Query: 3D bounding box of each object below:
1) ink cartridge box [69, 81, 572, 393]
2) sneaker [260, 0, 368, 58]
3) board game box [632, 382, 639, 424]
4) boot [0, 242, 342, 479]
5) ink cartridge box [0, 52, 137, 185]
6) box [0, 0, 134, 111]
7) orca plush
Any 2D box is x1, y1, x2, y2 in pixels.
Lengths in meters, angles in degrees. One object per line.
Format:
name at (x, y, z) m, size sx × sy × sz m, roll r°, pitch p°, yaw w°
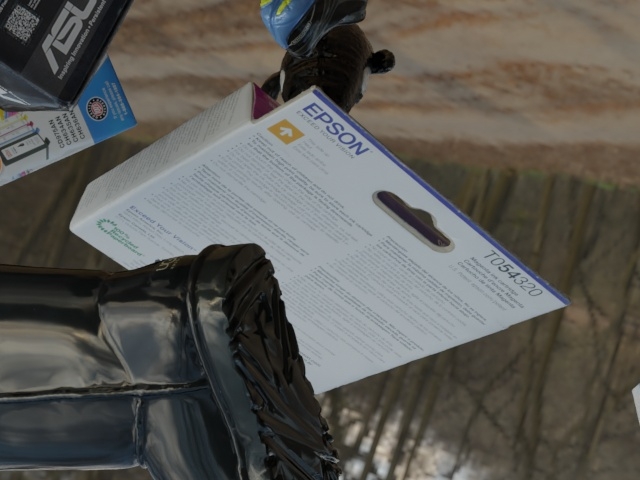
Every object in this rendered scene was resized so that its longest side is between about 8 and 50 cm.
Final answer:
ink cartridge box at (0.000, 0.000, 1.164) m, size 0.330 × 0.071 × 0.324 m, roll -25°, pitch 129°, yaw 39°
sneaker at (0.019, -0.239, 1.180) m, size 0.067 × 0.188 × 0.078 m, roll 24°, pitch 153°, yaw 37°
board game box at (0.327, 0.188, 1.166) m, size 0.026 × 0.154 × 0.103 m, roll -1°, pitch 153°, yaw -12°
boot at (-0.105, 0.119, 0.759) m, size 0.207 × 0.246 × 0.094 m, roll -7°, pitch -161°, yaw 26°
ink cartridge box at (-0.350, -0.169, 1.400) m, size 0.168 × 0.233 × 0.171 m, roll 44°, pitch 157°, yaw 61°
box at (-0.177, -0.313, 0.680) m, size 0.318 × 0.394 × 0.097 m, roll 35°, pitch 164°, yaw -35°
orca plush at (-0.019, -0.187, 1.353) m, size 0.151 × 0.287 × 0.102 m, roll -4°, pitch 124°, yaw 28°
